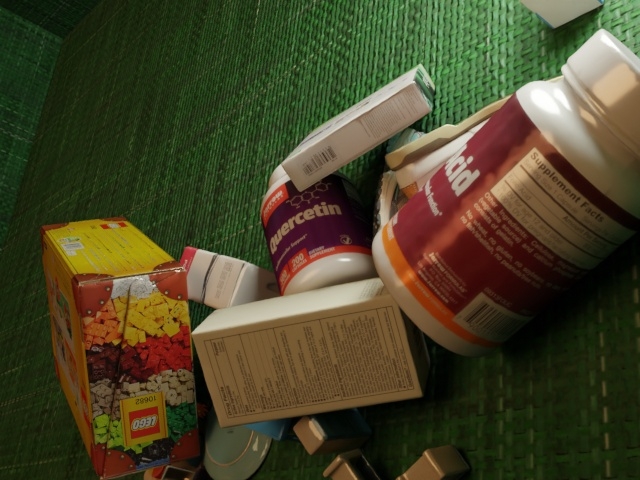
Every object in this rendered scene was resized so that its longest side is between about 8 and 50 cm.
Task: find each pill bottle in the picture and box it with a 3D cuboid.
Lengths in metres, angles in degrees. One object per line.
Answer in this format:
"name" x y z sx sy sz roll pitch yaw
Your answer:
"pill bottle" 0.000 0.000 1.384 0.181 0.181 0.323 -47 39 25
"pill bottle" 0.269 -0.053 1.021 0.392 0.224 0.224 -46 38 25

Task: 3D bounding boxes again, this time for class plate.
"plate" -0.160 0.351 1.497 0.188 0.024 0.188 -22 54 35

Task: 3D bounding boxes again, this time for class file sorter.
"file sorter" -0.058 0.269 1.364 0.170 0.104 0.118 2 72 54

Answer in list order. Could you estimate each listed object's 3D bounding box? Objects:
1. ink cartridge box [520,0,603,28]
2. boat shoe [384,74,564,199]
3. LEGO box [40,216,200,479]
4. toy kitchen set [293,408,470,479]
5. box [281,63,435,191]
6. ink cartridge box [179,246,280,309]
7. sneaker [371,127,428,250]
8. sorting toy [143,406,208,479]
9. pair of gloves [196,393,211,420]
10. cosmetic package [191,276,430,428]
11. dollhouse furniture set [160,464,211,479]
"ink cartridge box" 0.363 -0.416 1.236 0.090 0.092 0.143 -22 51 46
"boat shoe" 0.250 -0.143 1.173 0.302 0.103 0.113 -26 3 8
"LEGO box" -0.418 0.185 1.646 0.500 0.193 0.372 -153 58 -61
"toy kitchen set" 0.097 0.293 1.165 0.166 0.122 0.207 -51 57 20
"box" 0.072 -0.192 1.322 0.232 0.058 0.322 -30 11 16
"ink cartridge box" -0.147 0.094 1.529 0.237 0.172 0.100 11 80 55
"sneaker" 0.148 -0.069 1.256 0.110 0.122 0.283 91 -170 -53
"sorting toy" -0.281 0.430 1.621 0.193 0.038 0.208 21 87 56
"pair of gloves" -0.219 0.316 1.609 0.083 0.010 0.074 -48 32 -16
"cosmetic package" -0.010 0.161 1.189 0.310 0.160 0.113 -11 13 17
"dollhouse furniture set" -0.237 0.462 1.479 0.081 0.114 0.091 23 86 52
